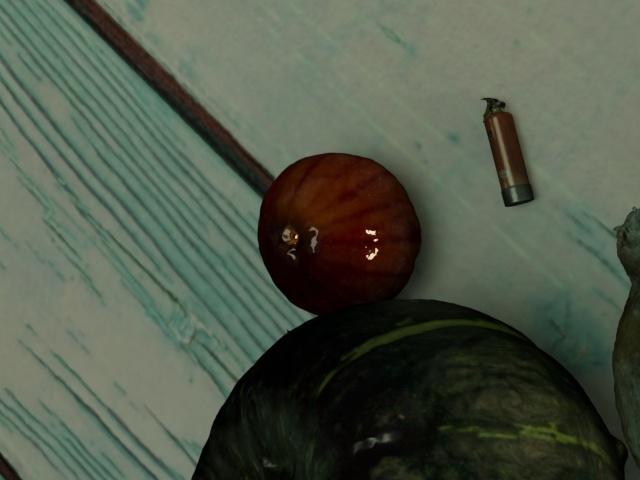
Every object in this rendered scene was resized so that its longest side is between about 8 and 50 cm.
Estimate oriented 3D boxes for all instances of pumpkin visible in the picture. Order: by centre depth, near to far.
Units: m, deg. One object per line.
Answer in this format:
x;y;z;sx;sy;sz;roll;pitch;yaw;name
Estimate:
0.052;0.196;0.949;0.323;0.241;0.323;-29;51;44;pumpkin

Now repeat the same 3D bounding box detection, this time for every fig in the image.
0.012;0.005;1.067;0.128;0.150;0.128;4;124;6;fig

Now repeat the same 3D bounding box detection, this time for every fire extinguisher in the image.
0.132;-0.066;1.043;0.028;0.022;0.083;-27;75;62;fire extinguisher

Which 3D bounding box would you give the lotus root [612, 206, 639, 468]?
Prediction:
0.283;0.130;0.877;0.175;0.175;0.349;-36;68;29;lotus root
